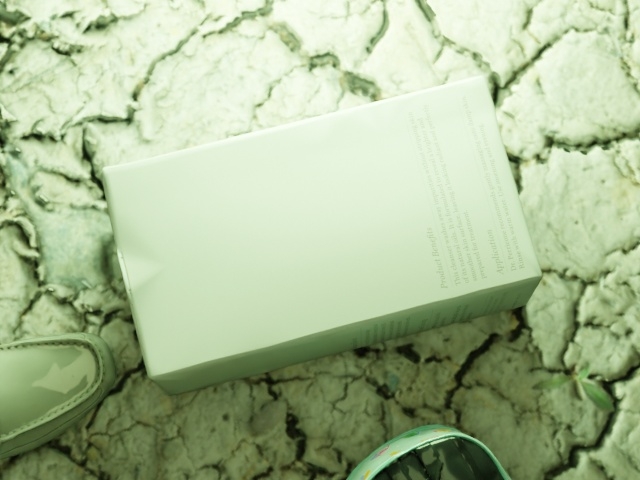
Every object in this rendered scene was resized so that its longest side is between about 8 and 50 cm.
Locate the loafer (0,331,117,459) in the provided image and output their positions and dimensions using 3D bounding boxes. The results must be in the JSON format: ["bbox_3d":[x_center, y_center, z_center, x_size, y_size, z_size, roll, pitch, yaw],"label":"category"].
[{"bbox_3d":[-0.355,0.169,1.414,0.320,0.111,0.112,-22,78,-3],"label":"loafer"}]

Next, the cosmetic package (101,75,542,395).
[{"bbox_3d":[0.000,0.000,1.419,0.385,0.156,0.217,-13,77,0],"label":"cosmetic package"}]

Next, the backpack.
[{"bbox_3d":[0.111,0.267,1.354,0.166,0.144,0.188,-31,101,-3],"label":"backpack"}]
